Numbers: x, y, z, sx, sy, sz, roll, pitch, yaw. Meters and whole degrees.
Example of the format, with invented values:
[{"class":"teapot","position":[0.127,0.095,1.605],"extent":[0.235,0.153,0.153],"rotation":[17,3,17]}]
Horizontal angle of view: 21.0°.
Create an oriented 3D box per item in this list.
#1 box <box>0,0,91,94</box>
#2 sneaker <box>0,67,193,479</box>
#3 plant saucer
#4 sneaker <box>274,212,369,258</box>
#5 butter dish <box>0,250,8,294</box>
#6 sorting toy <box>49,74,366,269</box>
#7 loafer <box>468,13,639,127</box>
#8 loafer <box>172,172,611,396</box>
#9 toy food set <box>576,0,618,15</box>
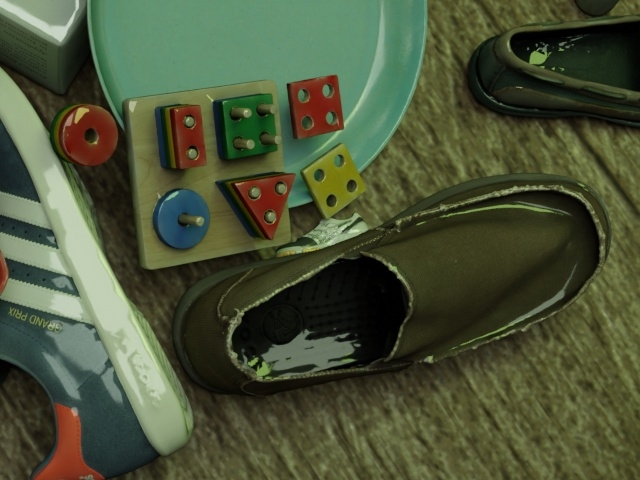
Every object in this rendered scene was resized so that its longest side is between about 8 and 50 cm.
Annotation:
[{"class":"box","position":[-0.240,-0.248,1.400],"extent":[0.181,0.119,0.182],"rotation":[30,72,-1]},{"class":"sneaker","position":[-0.233,0.028,1.330],"extent":[0.148,0.131,0.350],"rotation":[-27,75,-2]},{"class":"plant saucer","position":[-0.052,-0.183,1.391],"extent":[0.317,0.043,0.318],"rotation":[-3,95,-34]},{"class":"sneaker","position":[0.000,0.000,1.425],"extent":[0.083,0.032,0.037],"rotation":[-11,61,-14]},{"class":"butter dish","position":[-0.330,0.017,1.271],"extent":[0.160,0.118,0.160],"rotation":[-46,56,23]},{"class":"sorting toy","position":[-0.070,-0.053,1.339],"extent":[0.274,0.046,0.132],"rotation":[-11,101,-33]},{"class":"loafer","position":[0.264,-0.150,1.475],"extent":[0.267,0.084,0.096],"rotation":[-4,76,-10]},{"class":"loafer","position":[0.070,0.049,1.354],"extent":[0.366,0.130,0.134],"rotation":[-20,100,-10]},{"class":"toy food set","position":[0.299,-0.277,1.503],"extent":[0.232,0.104,0.111],"rotation":[-20,80,-14]}]
